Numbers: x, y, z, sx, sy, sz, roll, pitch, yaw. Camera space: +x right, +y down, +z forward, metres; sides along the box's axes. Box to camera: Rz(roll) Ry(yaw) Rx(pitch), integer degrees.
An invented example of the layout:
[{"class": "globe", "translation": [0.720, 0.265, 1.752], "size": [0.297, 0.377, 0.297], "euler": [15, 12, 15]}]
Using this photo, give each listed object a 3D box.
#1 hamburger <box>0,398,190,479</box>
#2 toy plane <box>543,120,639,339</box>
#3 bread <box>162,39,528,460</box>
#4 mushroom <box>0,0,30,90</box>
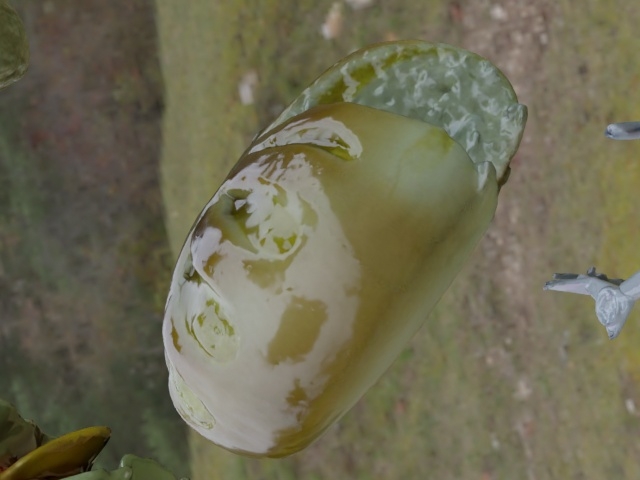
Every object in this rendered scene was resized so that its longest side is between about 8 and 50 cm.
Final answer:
[{"class": "hamburger", "translation": [-0.172, 0.201, 0.680], "size": [0.212, 0.274, 0.274], "euler": [18, 132, 24]}, {"class": "toy plane", "translation": [0.220, -0.001, 0.882], "size": [0.273, 0.182, 0.107], "euler": [-30, 56, 40]}, {"class": "bread", "translation": [0.000, 0.000, 1.063], "size": [0.160, 0.333, 0.333], "euler": [37, 163, -3]}, {"class": "mushroom", "translation": [-0.437, -0.228, 1.738], "size": [0.267, 0.164, 0.190], "euler": [-26, 87, 52]}]
